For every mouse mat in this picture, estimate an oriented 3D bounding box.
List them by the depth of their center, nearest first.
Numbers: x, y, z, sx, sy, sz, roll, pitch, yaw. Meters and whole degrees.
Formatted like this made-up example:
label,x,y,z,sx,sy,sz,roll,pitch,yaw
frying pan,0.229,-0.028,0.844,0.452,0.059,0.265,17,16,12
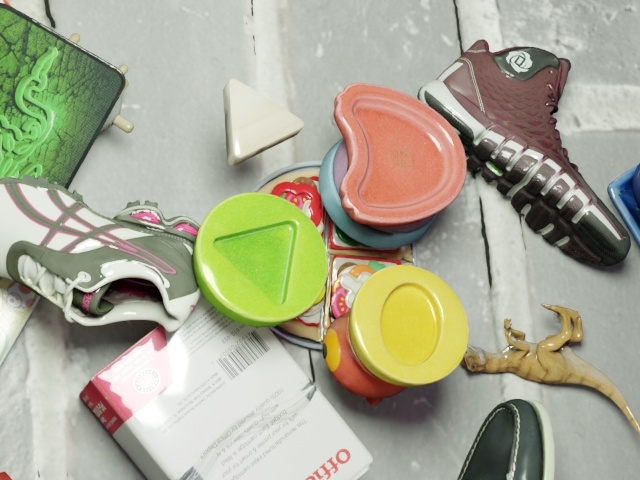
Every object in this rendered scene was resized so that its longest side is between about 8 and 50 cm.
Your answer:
label,x,y,z,sx,sy,sz,roll,pitch,yaw
mouse mat,-0.297,-0.120,1.854,0.153,0.007,0.189,30,104,-4

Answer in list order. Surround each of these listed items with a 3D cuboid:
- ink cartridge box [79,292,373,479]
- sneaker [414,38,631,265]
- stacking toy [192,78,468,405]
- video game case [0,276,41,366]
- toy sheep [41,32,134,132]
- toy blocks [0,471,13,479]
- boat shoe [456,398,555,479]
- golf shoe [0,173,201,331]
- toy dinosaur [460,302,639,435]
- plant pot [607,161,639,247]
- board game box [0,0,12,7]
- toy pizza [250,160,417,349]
label,x,y,z,sx,sy,sz,roll,pitch,yaw
ink cartridge box,-0.092,0.182,1.841,0.172,0.100,0.237,-39,88,-21
sneaker,0.248,-0.113,2.011,0.281,0.106,0.162,41,67,-2
stacking toy,0.000,0.000,1.871,0.280,0.130,0.308,13,64,-16
video game case,-0.395,0.041,1.831,0.227,0.026,0.206,30,71,-7
toy sheep,-0.241,-0.149,1.891,0.132,0.091,0.091,32,69,12
toy blocks,-0.433,0.283,1.700,0.381,0.191,0.260,20,60,-11
boat shoe,0.133,0.306,1.861,0.113,0.127,0.340,23,81,-22
golf shoe,-0.242,0.014,1.780,0.273,0.105,0.120,7,39,-4
toy dinosaur,0.251,0.127,1.983,0.212,0.064,0.112,15,91,-2
plant pot,0.457,-0.033,1.990,0.236,0.212,0.236,-30,87,-20
board game box,-0.415,-0.247,1.887,0.147,0.045,0.193,-39,89,-20
toy pizza,0.007,0.012,1.947,0.201,0.032,0.201,4,75,-15
